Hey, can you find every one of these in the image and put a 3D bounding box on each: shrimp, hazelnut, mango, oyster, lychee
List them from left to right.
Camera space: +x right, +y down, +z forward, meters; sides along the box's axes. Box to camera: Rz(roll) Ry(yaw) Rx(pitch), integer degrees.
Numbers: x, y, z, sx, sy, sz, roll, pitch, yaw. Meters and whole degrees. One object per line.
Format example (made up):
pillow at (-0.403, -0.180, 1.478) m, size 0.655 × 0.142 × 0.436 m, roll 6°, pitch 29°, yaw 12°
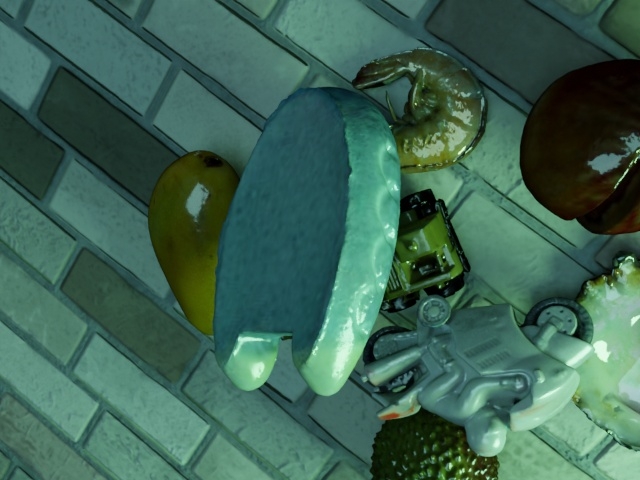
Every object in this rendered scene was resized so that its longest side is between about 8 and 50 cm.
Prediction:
mango at (-0.151, 0.007, 0.936) m, size 0.139 × 0.113 × 0.253 m, roll 11°, pitch 117°, yaw 27°
shrimp at (0.069, -0.141, 0.864) m, size 0.251 × 0.052 × 0.143 m, roll -10°, pitch 87°, yaw 15°
lychee at (0.131, 0.271, 0.867) m, size 0.171 × 0.171 × 0.171 m, roll 4°, pitch 103°, yaw 18°
hazelnut at (0.305, -0.093, 0.720) m, size 0.204 × 0.178 × 0.178 m, roll 18°, pitch 108°, yaw -4°
oyster at (0.382, 0.140, 0.794) m, size 0.260 × 0.092 × 0.198 m, roll 41°, pitch 114°, yaw 25°

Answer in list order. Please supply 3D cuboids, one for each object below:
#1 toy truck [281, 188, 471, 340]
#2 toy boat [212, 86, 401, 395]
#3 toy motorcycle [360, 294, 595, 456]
toy truck at (0.038, 0.041, 0.871) m, size 0.257 × 0.127 × 0.127 m, roll -20°, pitch 96°, yaw 25°
toy boat at (0.000, 0.000, 0.775) m, size 0.215 × 0.123 × 0.329 m, roll -13°, pitch 64°, yaw 47°
toy motorcycle at (0.173, 0.151, 0.808) m, size 0.260 × 0.110 × 0.170 m, roll -12°, pitch 58°, yaw 16°
